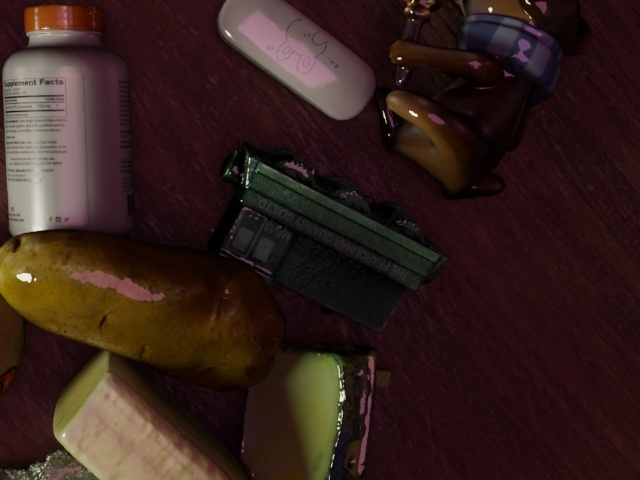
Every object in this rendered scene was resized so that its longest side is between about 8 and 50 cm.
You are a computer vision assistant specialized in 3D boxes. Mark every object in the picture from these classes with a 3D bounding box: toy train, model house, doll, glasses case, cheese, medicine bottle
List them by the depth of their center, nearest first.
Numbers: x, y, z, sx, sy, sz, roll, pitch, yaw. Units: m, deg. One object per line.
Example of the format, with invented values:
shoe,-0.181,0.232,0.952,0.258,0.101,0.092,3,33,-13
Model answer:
medicine bottle,-0.315,-0.145,1.433,0.156,0.157,0.289,-2,95,-11
cheese,-0.207,0.268,1.446,0.265,0.242,0.124,45,82,-12
model house,0.025,0.237,1.524,0.211,0.170,0.194,9,85,-51
toy train,0.000,0.000,1.530,0.330,0.138,0.178,27,98,-15
doll,0.205,-0.237,1.530,0.318,0.209,0.340,30,90,-45
glasses case,-0.031,-0.250,1.532,0.233,0.059,0.092,36,89,-11

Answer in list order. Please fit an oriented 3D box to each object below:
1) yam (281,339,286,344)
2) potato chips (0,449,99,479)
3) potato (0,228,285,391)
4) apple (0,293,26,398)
yam,-0.199,0.090,1.536,0.326,0.045,0.045,24,123,-14
potato chips,-0.330,0.356,1.483,0.228,0.059,0.167,-14,76,13
potato,-0.211,0.074,1.386,0.369,0.195,0.177,20,100,-27
apple,-0.483,0.117,1.402,0.260,0.194,0.261,-1,96,-8
